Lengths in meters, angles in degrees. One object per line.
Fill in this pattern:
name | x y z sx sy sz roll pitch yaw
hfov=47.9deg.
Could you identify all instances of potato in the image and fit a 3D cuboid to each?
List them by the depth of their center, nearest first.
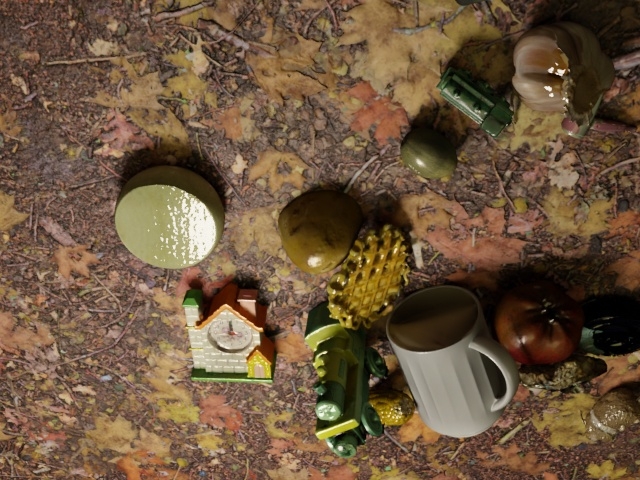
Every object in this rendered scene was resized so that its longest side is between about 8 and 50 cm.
potato | 0.000 0.000 1.641 0.204 0.158 0.178 -7 126 5

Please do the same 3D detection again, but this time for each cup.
cup | 0.347 0.312 1.749 0.323 0.237 0.326 16 138 47

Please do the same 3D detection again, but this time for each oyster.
oyster | 0.585 0.324 1.788 0.260 0.198 0.092 -18 89 -22

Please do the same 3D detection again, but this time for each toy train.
toy train | 0.305 -0.277 1.427 0.170 0.111 0.071 37 118 3
toy train | 0.051 0.339 1.745 0.150 0.369 0.237 -26 116 21

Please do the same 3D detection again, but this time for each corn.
corn | 0.172 0.436 1.892 0.102 0.102 0.313 17 160 -8

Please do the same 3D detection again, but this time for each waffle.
waffle | 0.123 0.091 1.684 0.262 0.060 0.280 -49 142 -1

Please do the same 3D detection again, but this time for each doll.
doll | 0.798 0.457 1.926 0.115 0.105 0.221 46 127 4

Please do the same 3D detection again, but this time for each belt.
belt | 0.716 0.215 1.780 0.199 0.078 0.151 4 130 -2

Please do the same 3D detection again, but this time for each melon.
melon | 0.230 -0.182 1.524 0.131 0.098 0.098 31 122 -12

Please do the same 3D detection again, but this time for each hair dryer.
hair dryer | 0.584 -0.251 1.485 0.154 0.054 0.106 16 121 -19

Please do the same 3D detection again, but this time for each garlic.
garlic | 0.446 -0.280 1.381 0.207 0.207 0.256 16 132 -7

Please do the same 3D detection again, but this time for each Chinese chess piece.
Chinese chess piece | -0.344 -0.053 1.657 0.250 0.101 0.250 2 126 3

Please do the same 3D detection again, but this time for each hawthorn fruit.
hawthorn fruit | 0.511 0.214 1.734 0.208 0.208 0.248 6 148 0

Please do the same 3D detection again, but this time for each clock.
clock | -0.233 0.238 1.853 0.220 0.106 0.255 1 125 4

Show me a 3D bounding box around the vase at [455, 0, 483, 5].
vase | 0.383 -0.519 1.241 0.321 0.173 0.173 -9 124 3
